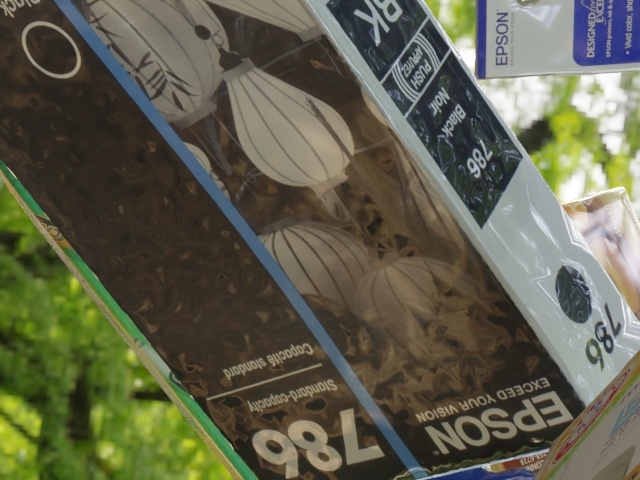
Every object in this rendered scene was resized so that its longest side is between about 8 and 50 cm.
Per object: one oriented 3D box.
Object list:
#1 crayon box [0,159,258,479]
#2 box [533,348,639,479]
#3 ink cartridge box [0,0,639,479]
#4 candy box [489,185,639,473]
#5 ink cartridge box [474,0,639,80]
[{"bbox_3d":[-0.071,0.046,0.926,0.278,0.081,0.165,53,-9,-4],"label":"crayon box"},{"bbox_3d":[0.109,0.092,0.417,0.114,0.103,0.203,-53,174,28],"label":"box"},{"bbox_3d":[0.000,0.000,0.594,0.165,0.332,0.065,-22,-155,39],"label":"ink cartridge box"},{"bbox_3d":[0.193,0.131,1.049,0.087,0.183,0.316,-28,-98,37],"label":"candy box"},{"bbox_3d":[0.279,-0.210,1.094,0.069,0.371,0.175,-123,-151,-68],"label":"ink cartridge box"}]
